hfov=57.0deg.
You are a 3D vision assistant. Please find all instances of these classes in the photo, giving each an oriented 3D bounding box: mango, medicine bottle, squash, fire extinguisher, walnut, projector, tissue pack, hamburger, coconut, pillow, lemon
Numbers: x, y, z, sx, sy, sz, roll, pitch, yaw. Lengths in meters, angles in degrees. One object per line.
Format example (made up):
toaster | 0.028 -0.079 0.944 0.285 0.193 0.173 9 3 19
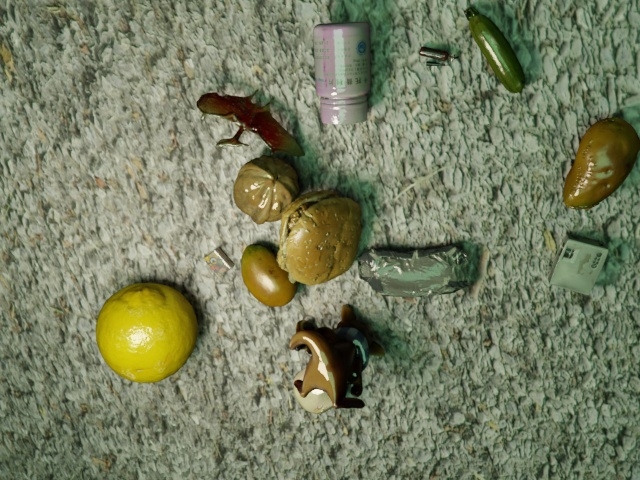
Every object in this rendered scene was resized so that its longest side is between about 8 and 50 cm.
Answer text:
mango | 0.703 -0.189 1.496 0.156 0.151 0.248 14 116 -29
medicine bottle | 0.060 -0.444 1.567 0.152 0.152 0.254 1 111 15
squash | 0.445 -0.483 1.493 0.066 0.066 0.252 -32 101 24
fire extinguisher | 0.308 -0.477 1.551 0.100 0.032 0.046 18 104 14
walnut | -0.157 -0.144 1.714 0.198 0.198 0.245 42 154 -4
projector | 0.716 0.065 1.646 0.115 0.061 0.147 15 115 7
tissue pack | -0.335 0.072 1.948 0.063 0.035 0.083 -36 101 24
hamburger | 0.001 -0.001 1.715 0.145 0.260 0.283 40 141 35
coconut | 0.006 0.480 1.948 0.171 0.171 0.183 45 122 -6
mango | -0.172 0.115 1.877 0.221 0.120 0.151 45 112 2
pillow | 0.273 0.090 1.759 0.335 0.092 0.161 -3 105 17
lemon | -0.572 0.306 1.951 0.348 0.348 0.347 5 113 13

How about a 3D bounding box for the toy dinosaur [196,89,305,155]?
toy dinosaur | -0.201 -0.334 1.709 0.328 0.113 0.206 4 75 -7

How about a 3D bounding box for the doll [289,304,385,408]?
doll | 0.036 0.356 1.798 0.318 0.340 0.209 39 117 9
